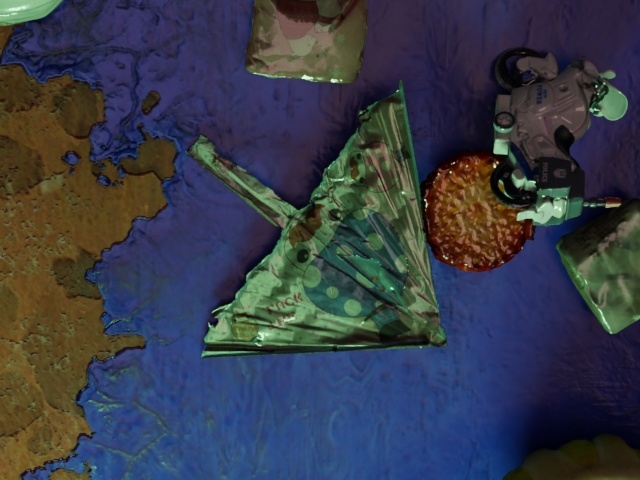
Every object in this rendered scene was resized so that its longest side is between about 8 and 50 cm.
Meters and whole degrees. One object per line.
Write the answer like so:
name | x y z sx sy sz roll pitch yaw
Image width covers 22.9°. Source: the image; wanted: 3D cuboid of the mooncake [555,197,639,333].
mooncake | 0.349 0.025 1.823 0.125 0.073 0.130 -31 103 -1

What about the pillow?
pillow | -0.009 -0.301 1.747 0.135 0.049 0.248 4 96 -6

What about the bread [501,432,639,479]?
bread | 0.336 0.381 1.846 0.333 0.160 0.333 -1 103 -5

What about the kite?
kite | 0.000 0.000 1.777 0.368 0.014 0.406 39 108 5

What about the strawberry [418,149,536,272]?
strawberry | 0.171 -0.034 1.791 0.145 0.086 0.145 -1 102 -5

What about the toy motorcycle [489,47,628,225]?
toy motorcycle | 0.263 -0.118 1.748 0.150 0.102 0.221 5 62 2

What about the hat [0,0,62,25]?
hat | -0.358 -0.337 1.614 0.168 0.301 0.258 -2 103 18
